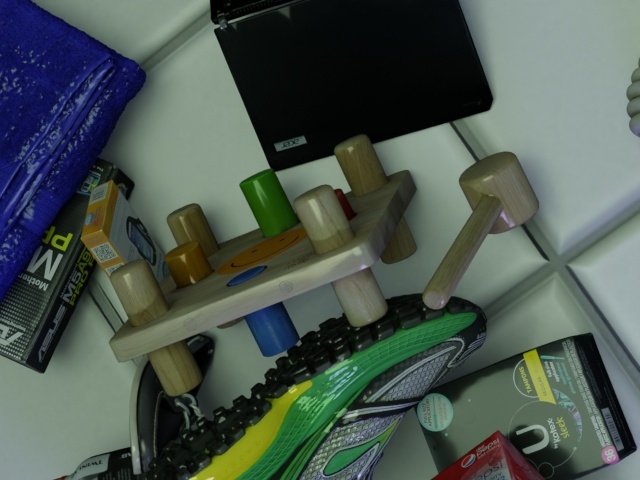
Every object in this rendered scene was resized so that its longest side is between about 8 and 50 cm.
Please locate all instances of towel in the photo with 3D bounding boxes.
[{"bbox_3d":[-0.337,-0.095,1.768,0.227,0.076,0.308,31,83,18],"label":"towel"}]

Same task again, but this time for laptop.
[{"bbox_3d":[0.024,-0.237,1.754,0.234,0.136,0.264,-15,59,17],"label":"laptop"}]

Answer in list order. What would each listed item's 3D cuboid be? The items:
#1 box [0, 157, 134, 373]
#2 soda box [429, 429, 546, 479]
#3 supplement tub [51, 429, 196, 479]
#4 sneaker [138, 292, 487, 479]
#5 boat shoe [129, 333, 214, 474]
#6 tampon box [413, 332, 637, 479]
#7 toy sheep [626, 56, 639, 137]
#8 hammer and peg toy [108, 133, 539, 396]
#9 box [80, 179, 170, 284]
[{"bbox_3d":[-0.351,-0.018,1.821,0.270,0.060,0.216,23,80,17],"label":"box"},{"bbox_3d":[0.206,0.289,1.575,0.083,0.092,0.263,-38,114,14],"label":"soda box"},{"bbox_3d":[-0.156,0.249,1.733,0.190,0.117,0.117,-14,84,6],"label":"supplement tub"},{"bbox_3d":[0.009,0.167,1.587,0.343,0.134,0.146,-37,104,-11],"label":"sneaker"},{"bbox_3d":[-0.139,0.145,1.712,0.065,0.206,0.075,2,120,3],"label":"boat shoe"},{"bbox_3d":[0.184,0.167,1.645,0.161,0.101,0.120,-24,81,17],"label":"tampon box"},{"bbox_3d":[0.315,-0.130,1.620,0.091,0.091,0.132,5,77,18],"label":"toy sheep"},{"bbox_3d":[0.000,0.000,1.627,0.361,0.266,0.127,-21,101,18],"label":"hammer and peg toy"},{"bbox_3d":[-0.181,0.018,1.755,0.028,0.081,0.136,-19,124,16],"label":"box"}]
